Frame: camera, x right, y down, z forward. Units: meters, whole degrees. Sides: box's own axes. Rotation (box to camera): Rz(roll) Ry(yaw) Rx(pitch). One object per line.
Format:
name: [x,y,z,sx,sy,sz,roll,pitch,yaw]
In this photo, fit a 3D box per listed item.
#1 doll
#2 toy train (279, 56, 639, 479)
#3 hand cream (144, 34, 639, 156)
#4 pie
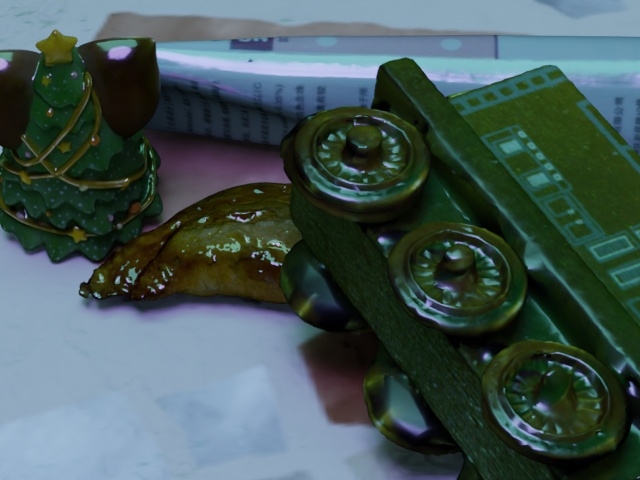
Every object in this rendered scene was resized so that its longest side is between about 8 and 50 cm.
doll: [-0.101,-0.036,0.796,0.078,0.113,0.076,-6,74,-5]
toy train: [0.080,0.021,0.699,0.137,0.090,0.225,-20,54,-23]
hand cream: [0.058,-0.058,0.842,0.331,0.085,0.058,0,75,3]
pie: [0.002,-0.001,0.799,0.191,0.033,0.088,4,35,9]
